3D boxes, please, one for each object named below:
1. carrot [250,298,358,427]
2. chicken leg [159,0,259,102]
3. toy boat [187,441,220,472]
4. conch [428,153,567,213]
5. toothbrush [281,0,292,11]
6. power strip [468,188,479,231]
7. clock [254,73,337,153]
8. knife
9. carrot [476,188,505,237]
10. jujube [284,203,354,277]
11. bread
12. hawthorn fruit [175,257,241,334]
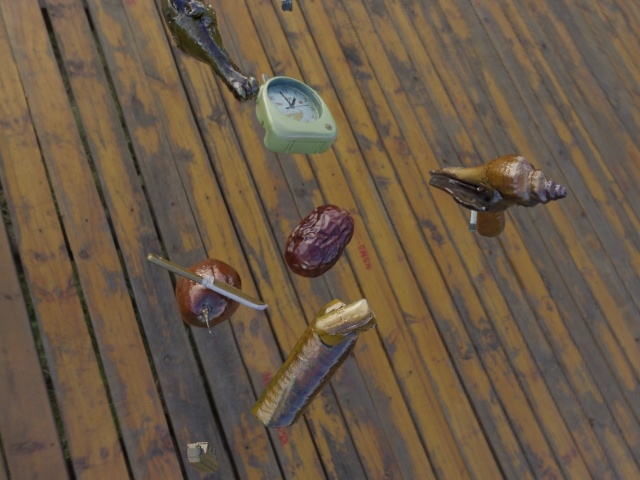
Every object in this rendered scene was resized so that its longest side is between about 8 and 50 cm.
[{"bbox_3d":[-0.020,0.267,0.948,0.114,0.114,0.301,36,85,-5],"label":"carrot"},{"bbox_3d":[-0.308,-0.528,1.199,0.140,0.211,0.360,-31,106,2],"label":"chicken leg"},{"bbox_3d":[-0.389,0.716,1.475,0.057,0.200,0.077,-7,49,9],"label":"toy boat"},{"bbox_3d":[0.269,-0.084,0.690,0.080,0.233,0.086,11,83,-25],"label":"conch"},{"bbox_3d":[-0.073,-0.575,0.952,0.028,0.294,0.026,-15,89,-4],"label":"toothbrush"},{"bbox_3d":[0.390,-0.089,1.117,0.019,0.051,0.136,5,70,17],"label":"power strip"},{"bbox_3d":[-0.112,-0.487,1.673,0.287,0.117,0.348,-6,61,-32],"label":"clock"},{"bbox_3d":[-0.205,0.079,0.842,0.256,0.046,0.022,30,97,-26],"label":"knife"},{"bbox_3d":[0.339,-0.081,0.889,0.061,0.209,0.061,-10,59,17],"label":"carrot"},{"bbox_3d":[0.000,0.000,1.333,0.174,0.174,0.250,45,56,-1],"label":"jujube"},{"bbox_3d":[0.044,0.146,0.769,0.106,0.072,0.053,-26,43,3],"label":"bread"},{"bbox_3d":[-0.243,0.112,0.933,0.149,0.189,0.149,0,90,6],"label":"hawthorn fruit"}]
